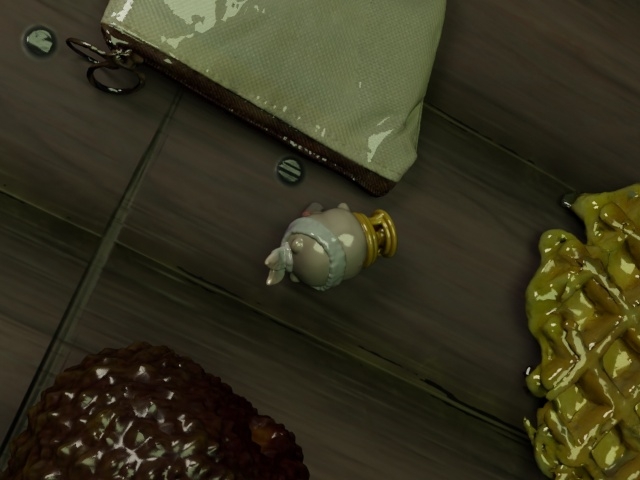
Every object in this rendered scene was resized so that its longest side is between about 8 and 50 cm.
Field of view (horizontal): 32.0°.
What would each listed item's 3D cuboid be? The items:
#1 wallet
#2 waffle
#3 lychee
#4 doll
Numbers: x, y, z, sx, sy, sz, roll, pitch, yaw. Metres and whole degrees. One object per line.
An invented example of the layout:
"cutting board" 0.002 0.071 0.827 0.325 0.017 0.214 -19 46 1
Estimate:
"wallet" -0.028 -0.207 1.016 0.335 0.068 0.274 25 82 -22
"waffle" 0.376 0.130 1.119 0.382 0.095 0.379 1 88 -17
"lychee" -0.142 0.220 0.862 0.271 0.271 0.271 1 86 -19
"doll" 0.000 0.000 1.011 0.127 0.073 0.084 -14 58 -23
